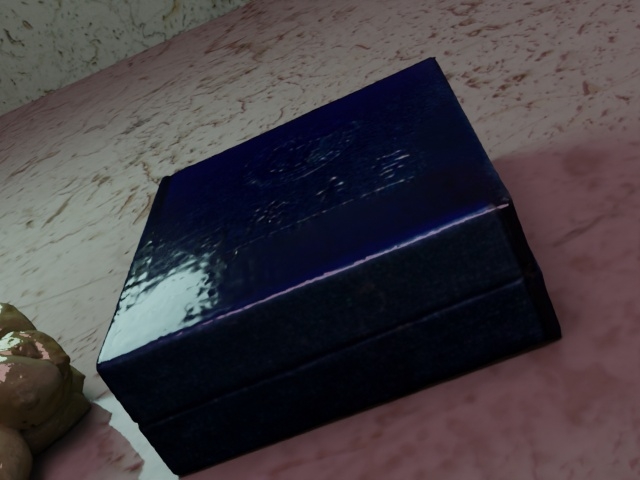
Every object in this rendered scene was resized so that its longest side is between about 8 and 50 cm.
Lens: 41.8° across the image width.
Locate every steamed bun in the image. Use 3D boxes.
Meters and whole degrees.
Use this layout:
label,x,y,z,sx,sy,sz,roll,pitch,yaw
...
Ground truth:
label,x,y,z,sx,sy,sz,roll,pitch,yaw
steamed bun,-0.273,0.129,0.626,0.177,0.106,0.192,-43,31,-27

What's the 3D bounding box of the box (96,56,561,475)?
label,x,y,z,sx,sy,sz,roll,pitch,yaw
box,0.000,0.000,0.608,0.262,0.116,0.279,-22,27,10
